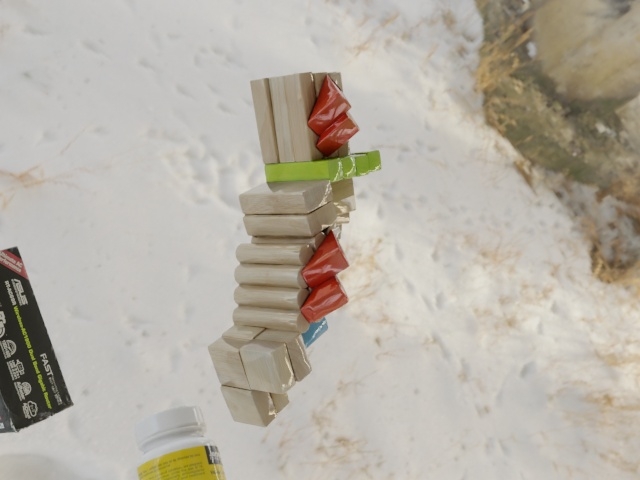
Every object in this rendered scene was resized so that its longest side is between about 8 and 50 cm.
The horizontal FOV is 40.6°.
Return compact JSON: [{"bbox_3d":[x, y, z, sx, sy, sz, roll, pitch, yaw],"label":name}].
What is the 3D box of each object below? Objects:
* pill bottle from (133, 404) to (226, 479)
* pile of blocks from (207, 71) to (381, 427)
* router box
[{"bbox_3d":[-0.187,0.343,1.192,0.119,0.119,0.208,0,62,-38],"label":"pill bottle"},{"bbox_3d":[0.000,0.000,0.829,0.149,0.113,0.362,18,77,-48],"label":"pile of blocks"},{"bbox_3d":[-0.197,0.061,0.483,0.038,0.122,0.092,-21,95,-47],"label":"router box"}]
